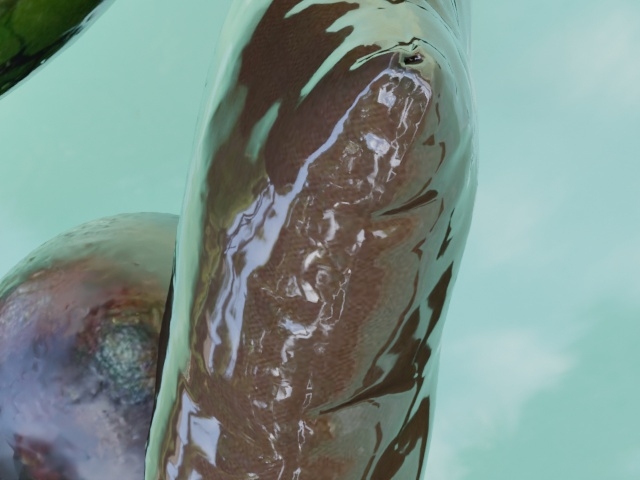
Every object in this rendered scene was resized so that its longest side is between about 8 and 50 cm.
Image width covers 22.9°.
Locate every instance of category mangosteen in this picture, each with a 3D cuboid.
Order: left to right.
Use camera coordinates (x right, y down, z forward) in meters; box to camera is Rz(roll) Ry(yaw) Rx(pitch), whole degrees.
[{"bbox_3d":[-0.094,0.112,1.176,0.306,0.360,0.306,61,180,0],"label":"mangosteen"}]

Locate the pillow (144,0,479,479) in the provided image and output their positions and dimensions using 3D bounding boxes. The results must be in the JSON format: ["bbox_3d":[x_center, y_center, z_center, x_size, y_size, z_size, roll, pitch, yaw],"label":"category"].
[{"bbox_3d":[0.000,0.000,0.602,0.308,0.108,0.305,-85,4,-57],"label":"pillow"}]

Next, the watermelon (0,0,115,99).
[{"bbox_3d":[-0.199,-0.171,0.456,0.363,0.363,0.363,12,107,45],"label":"watermelon"}]
